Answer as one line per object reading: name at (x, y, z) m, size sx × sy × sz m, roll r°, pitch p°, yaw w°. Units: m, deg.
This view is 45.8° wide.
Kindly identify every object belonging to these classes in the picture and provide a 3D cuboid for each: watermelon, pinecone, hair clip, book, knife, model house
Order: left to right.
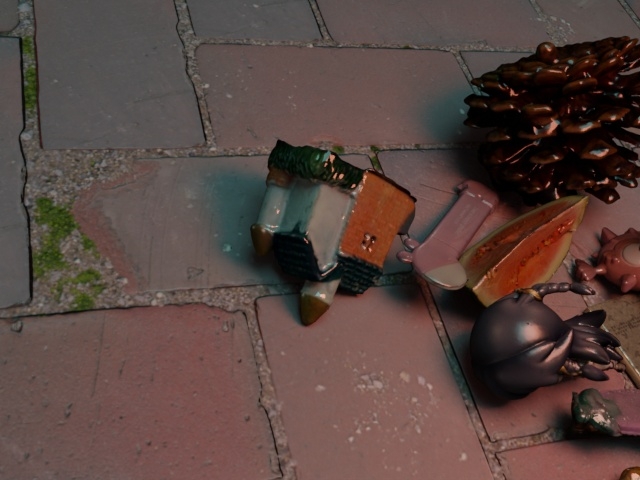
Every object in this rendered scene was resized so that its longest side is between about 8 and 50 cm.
model house at (0.000, 0.000, 1.309) m, size 0.253 × 0.184 × 0.291 m, roll 27°, pitch 76°, yaw -39°
knife at (0.259, -0.021, 1.429) m, size 0.132 × 0.038 × 0.398 m, roll 31°, pitch 38°, yaw 11°
watermelon at (0.370, 0.046, 1.398) m, size 0.303 × 0.159 × 0.128 m, roll -35°, pitch 98°, yaw -20°
pinecone at (0.503, -0.236, 1.530) m, size 0.397 × 0.398 × 0.398 m, roll 9°, pitch 51°, yaw -11°
hair clip at (0.573, 0.308, 1.263) m, size 0.358 × 0.110 × 0.096 m, roll 8°, pitch 95°, yaw -7°
book at (0.691, 0.247, 1.396) m, size 0.264 × 0.031 × 0.379 m, roll -14°, pitch 58°, yaw -24°

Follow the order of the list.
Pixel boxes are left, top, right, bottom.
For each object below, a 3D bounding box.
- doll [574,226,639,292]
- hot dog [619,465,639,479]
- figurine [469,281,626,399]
doll at (0.627, 0.040, 1.488) m, size 0.261 × 0.093 × 0.211 m, roll -6°, pitch 32°, yaw -2°
hot dog at (0.620, 0.407, 1.200) m, size 0.288 × 0.068 × 0.083 m, roll 4°, pitch 46°, yaw 4°
figurine at (0.378, 0.173, 1.274) m, size 0.264 × 0.175 × 0.197 m, roll -14°, pitch 67°, yaw -34°
